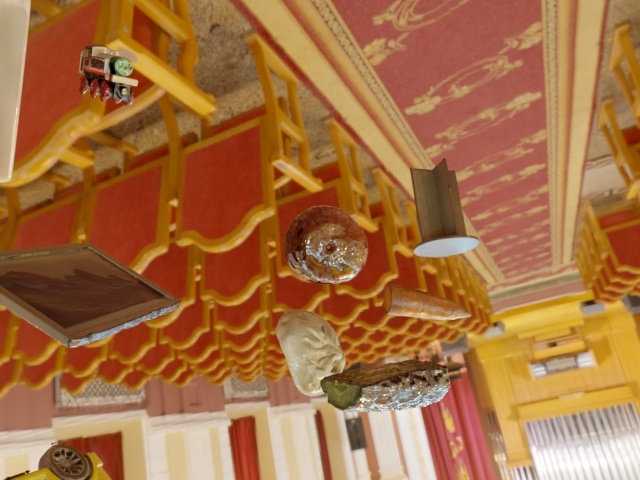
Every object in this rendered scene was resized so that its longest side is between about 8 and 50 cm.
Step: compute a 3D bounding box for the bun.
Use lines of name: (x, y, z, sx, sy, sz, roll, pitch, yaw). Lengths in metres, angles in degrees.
bun: (-0.015, 0.273, 1.363, 0.133, 0.231, 0.231, -22, 161, 6)

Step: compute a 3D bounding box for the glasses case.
glasses case: (-0.514, -0.258, 0.862, 0.076, 0.144, 0.336, 4, 131, -32)

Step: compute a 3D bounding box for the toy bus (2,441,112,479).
toy bus: (-0.341, 0.328, 0.544, 0.144, 0.152, 0.330, -49, 164, 4)

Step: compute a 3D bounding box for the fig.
fig: (-0.007, 0.010, 1.057, 0.149, 0.148, 0.202, 18, 164, -40)

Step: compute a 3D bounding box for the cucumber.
cucumber: (0.088, 0.197, 0.710, 0.078, 0.062, 0.211, -3, 175, 39)

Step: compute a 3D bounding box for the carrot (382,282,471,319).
carrot: (0.247, 0.150, 1.250, 0.205, 0.072, 0.072, 11, 159, -4)

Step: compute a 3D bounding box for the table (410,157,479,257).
table: (0.311, -0.086, 1.439, 0.167, 0.226, 0.167, -5, 162, -2)

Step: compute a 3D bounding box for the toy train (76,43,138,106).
toy train: (-0.342, -0.266, 0.882, 0.138, 0.087, 0.050, 24, -162, 40)

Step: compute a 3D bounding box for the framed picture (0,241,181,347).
framed picture: (-0.325, 0.063, 0.743, 0.192, 0.018, 0.265, 30, -171, 8)
